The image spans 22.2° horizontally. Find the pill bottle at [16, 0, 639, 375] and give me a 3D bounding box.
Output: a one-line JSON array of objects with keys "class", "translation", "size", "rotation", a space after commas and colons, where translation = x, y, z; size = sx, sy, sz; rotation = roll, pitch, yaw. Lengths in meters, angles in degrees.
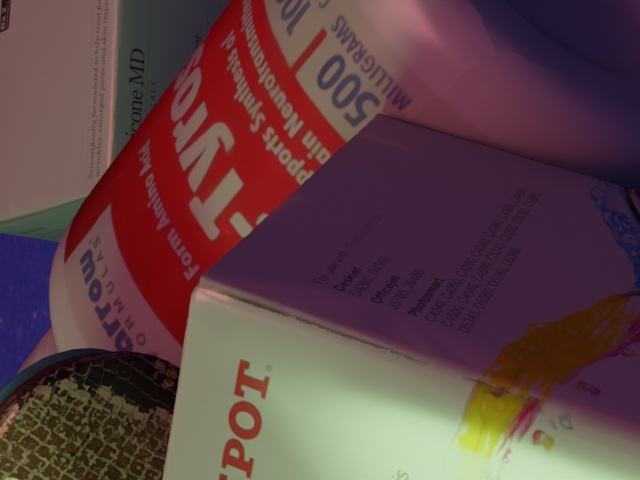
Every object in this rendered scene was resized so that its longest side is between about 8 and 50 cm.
[{"class": "pill bottle", "translation": [0.000, 0.000, 0.866], "size": [0.407, 0.229, 0.229], "rotation": [-49, 47, 34]}]

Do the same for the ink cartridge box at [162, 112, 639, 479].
[{"class": "ink cartridge box", "translation": [0.095, 0.102, 0.616], "size": [0.270, 0.197, 0.198], "rotation": [19, 118, 14]}]

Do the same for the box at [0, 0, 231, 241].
[{"class": "box", "translation": [-0.147, -0.097, 1.168], "size": [0.182, 0.119, 0.181], "rotation": [-11, 74, 51]}]

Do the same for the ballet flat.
[{"class": "ballet flat", "translation": [-0.056, 0.255, 0.828], "size": [0.182, 0.164, 0.483], "rotation": [47, 153, 35]}]
